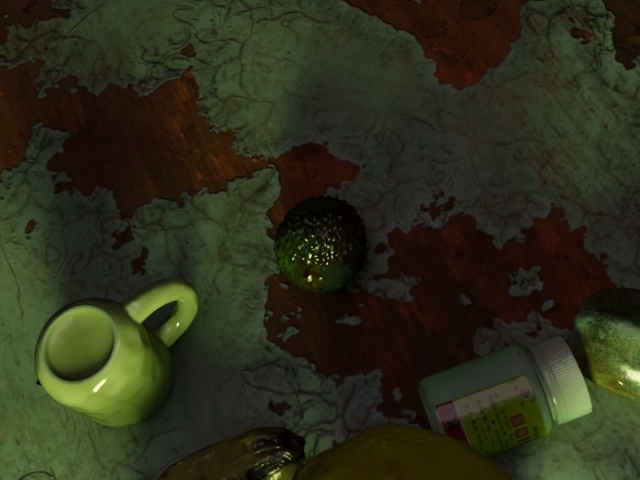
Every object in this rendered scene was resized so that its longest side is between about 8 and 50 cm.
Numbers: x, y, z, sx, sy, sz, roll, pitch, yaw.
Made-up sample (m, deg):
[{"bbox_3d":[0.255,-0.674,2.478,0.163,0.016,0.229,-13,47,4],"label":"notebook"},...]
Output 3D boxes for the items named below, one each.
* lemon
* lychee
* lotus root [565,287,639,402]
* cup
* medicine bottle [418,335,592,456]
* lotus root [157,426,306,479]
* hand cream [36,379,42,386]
[{"bbox_3d":[0.111,0.409,1.187,0.387,0.350,0.349,23,72,35],"label":"lemon"},{"bbox_3d":[0.000,0.000,1.501,0.171,0.171,0.171,-4,66,10],"label":"lychee"},{"bbox_3d":[0.520,0.169,1.320,0.322,0.140,0.158,18,71,16],"label":"lotus root"},{"bbox_3d":[-0.301,0.179,1.451,0.255,0.202,0.173,-22,64,1],"label":"cup"},{"bbox_3d":[0.265,0.233,1.343,0.226,0.139,0.139,-21,64,2],"label":"medicine bottle"},{"bbox_3d":[-0.136,0.355,1.401,0.259,0.097,0.110,-20,57,11],"label":"lotus root"},{"bbox_3d":[-0.445,0.195,1.573,0.036,0.023,0.121,19,73,7],"label":"hand cream"}]
